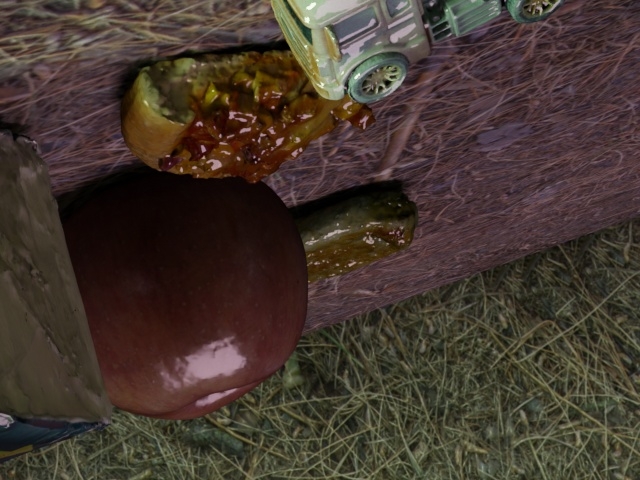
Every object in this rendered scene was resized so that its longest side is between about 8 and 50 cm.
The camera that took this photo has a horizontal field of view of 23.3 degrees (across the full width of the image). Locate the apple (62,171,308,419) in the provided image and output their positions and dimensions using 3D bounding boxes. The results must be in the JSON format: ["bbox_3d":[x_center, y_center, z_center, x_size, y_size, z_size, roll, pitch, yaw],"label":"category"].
[{"bbox_3d":[-0.147,0.060,1.616,0.306,0.235,0.306,-20,170,-4],"label":"apple"}]

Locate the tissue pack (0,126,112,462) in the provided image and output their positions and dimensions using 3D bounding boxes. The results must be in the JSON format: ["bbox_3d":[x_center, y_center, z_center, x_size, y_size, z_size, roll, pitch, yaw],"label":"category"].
[{"bbox_3d":[-0.402,0.086,1.197,0.417,0.264,0.253,-22,168,13],"label":"tissue pack"}]

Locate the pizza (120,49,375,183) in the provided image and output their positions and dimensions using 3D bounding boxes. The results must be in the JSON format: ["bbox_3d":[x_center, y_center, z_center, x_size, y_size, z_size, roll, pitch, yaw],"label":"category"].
[{"bbox_3d":[-0.051,-0.105,1.332,0.229,0.081,0.289,-20,169,5],"label":"pizza"}]

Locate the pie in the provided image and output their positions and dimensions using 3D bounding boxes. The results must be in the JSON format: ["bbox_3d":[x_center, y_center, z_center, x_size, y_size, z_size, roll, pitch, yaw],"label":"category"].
[{"bbox_3d":[0.000,0.000,2.080,0.277,0.078,0.277,-14,168,-3],"label":"pie"}]

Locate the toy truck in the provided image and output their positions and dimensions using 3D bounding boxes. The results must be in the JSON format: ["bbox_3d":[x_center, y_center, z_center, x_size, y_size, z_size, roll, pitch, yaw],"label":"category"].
[{"bbox_3d":[0.087,-0.200,0.951,0.257,0.108,0.140,-26,152,-1],"label":"toy truck"}]
